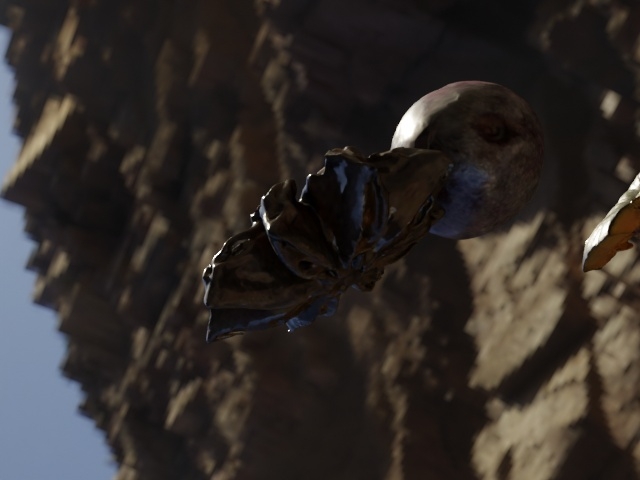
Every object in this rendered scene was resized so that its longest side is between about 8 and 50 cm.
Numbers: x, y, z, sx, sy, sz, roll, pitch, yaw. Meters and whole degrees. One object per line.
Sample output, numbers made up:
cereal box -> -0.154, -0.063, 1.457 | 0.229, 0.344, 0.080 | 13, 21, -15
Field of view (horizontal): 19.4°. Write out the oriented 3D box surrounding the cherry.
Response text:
cherry -> 0.174, -0.099, 2.160 | 0.195, 0.195, 0.195 | 19, -150, -11

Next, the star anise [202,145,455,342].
star anise -> 0.001, -0.001, 2.009 | 0.331, 0.332, 0.117 | -18, -115, -51

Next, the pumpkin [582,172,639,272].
pumpkin -> 0.474, -0.029, 2.353 | 0.190, 0.139, 0.280 | 38, -115, 4
